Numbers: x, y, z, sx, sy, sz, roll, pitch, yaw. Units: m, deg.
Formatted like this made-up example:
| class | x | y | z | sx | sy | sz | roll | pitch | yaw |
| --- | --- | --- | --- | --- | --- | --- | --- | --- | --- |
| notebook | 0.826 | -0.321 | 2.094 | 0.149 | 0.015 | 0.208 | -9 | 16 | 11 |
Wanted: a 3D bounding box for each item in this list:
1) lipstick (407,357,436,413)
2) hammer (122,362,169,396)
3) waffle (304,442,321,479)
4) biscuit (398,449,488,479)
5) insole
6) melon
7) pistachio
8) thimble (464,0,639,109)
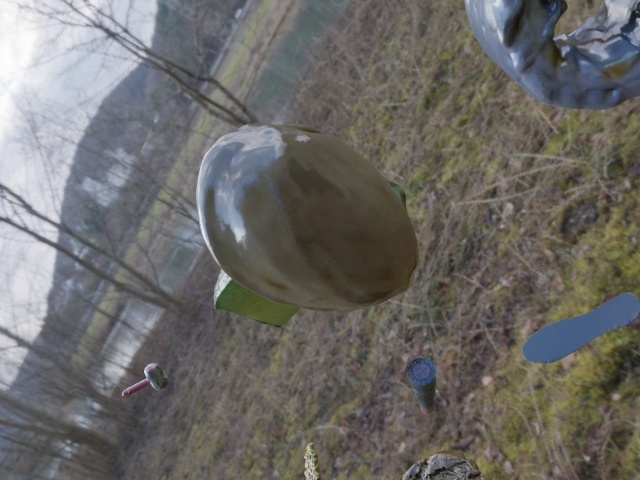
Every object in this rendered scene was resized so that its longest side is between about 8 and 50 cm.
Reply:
| class | x | y | z | sx | sy | sz | roll | pitch | yaw |
| --- | --- | --- | --- | --- | --- | --- | --- | --- | --- |
| lipstick | 0.210 | 0.308 | 1.232 | 0.234 | 0.054 | 0.053 | 73 | -148 | -55 |
| hammer | -0.317 | 0.257 | 1.086 | 0.083 | 0.052 | 0.031 | -27 | 14 | -4 |
| waffle | -0.010 | 0.337 | 0.870 | 0.085 | 0.016 | 0.078 | -117 | 25 | -63 |
| biscuit | 0.185 | 0.450 | 0.976 | 0.226 | 0.042 | 0.225 | -35 | 35 | 29 |
| insole | 0.504 | 0.177 | 1.182 | 0.253 | 0.005 | 0.086 | -37 | 35 | 35 |
| melon | 0.000 | 0.000 | 1.099 | 0.343 | 0.226 | 0.331 | -47 | -15 | 29 |
| pistachio | -0.004 | -0.014 | 0.543 | 0.153 | 0.238 | 0.137 | -54 | 36 | 14 |
| thimble | 0.155 | -0.164 | 0.359 | 0.118 | 0.127 | 0.151 | -87 | 8 | -63 |
